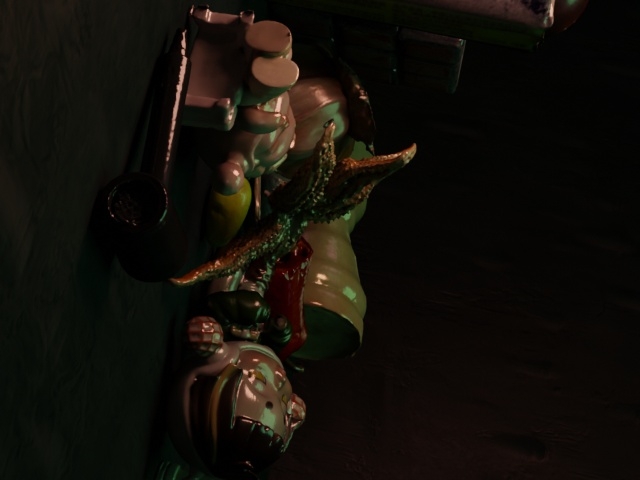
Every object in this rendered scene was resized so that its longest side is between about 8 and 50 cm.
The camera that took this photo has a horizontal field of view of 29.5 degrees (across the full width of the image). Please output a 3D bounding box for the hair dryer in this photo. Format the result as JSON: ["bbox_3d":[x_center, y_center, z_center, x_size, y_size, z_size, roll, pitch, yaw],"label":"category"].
[{"bbox_3d":[-0.156,-0.098,1.158,0.128,0.070,0.255,86,9,-72],"label":"hair dryer"}]

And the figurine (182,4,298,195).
[{"bbox_3d":[-0.094,-0.142,1.367,0.257,0.144,0.182,86,-4,-67],"label":"figurine"}]

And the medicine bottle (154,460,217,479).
[{"bbox_3d":[-0.123,0.367,1.692,0.074,0.218,0.074,12,90,-87],"label":"medicine bottle"}]

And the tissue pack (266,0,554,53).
[{"bbox_3d":[0.123,-0.425,1.588,0.124,0.394,0.288,75,26,-80],"label":"tissue pack"}]

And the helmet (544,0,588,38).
[{"bbox_3d":[0.335,-0.416,1.932,0.216,0.193,0.189,-19,-123,61],"label":"helmet"}]

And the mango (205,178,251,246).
[{"bbox_3d":[-0.127,-0.041,1.640,0.073,0.056,0.108,-60,171,-75],"label":"mango"}]

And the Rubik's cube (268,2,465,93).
[{"bbox_3d":[0.106,-0.432,1.938,0.304,0.305,0.301,80,23,-82],"label":"Rubik's cube"}]

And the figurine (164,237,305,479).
[{"bbox_3d":[-0.120,0.172,1.673,0.281,0.167,0.370,48,36,-45],"label":"figurine"}]

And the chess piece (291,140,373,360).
[{"bbox_3d":[0.000,0.000,2.442,0.234,0.234,0.442,95,3,-57],"label":"chess piece"}]

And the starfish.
[{"bbox_3d":[-0.020,-0.055,1.516,0.293,0.084,0.301,-36,166,29],"label":"starfish"}]

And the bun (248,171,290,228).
[{"bbox_3d":[-0.073,-0.073,2.046,0.141,0.083,0.141,11,90,-83],"label":"bun"}]

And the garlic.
[{"bbox_3d":[-0.014,-0.144,1.687,0.207,0.207,0.257,96,0,-52],"label":"garlic"}]

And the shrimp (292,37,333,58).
[{"bbox_3d":[-0.040,-0.184,1.892,0.075,0.178,0.289,-23,137,-28],"label":"shrimp"}]

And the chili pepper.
[{"bbox_3d":[-0.089,0.143,2.049,0.131,0.134,0.338,-78,175,-48],"label":"chili pepper"}]
